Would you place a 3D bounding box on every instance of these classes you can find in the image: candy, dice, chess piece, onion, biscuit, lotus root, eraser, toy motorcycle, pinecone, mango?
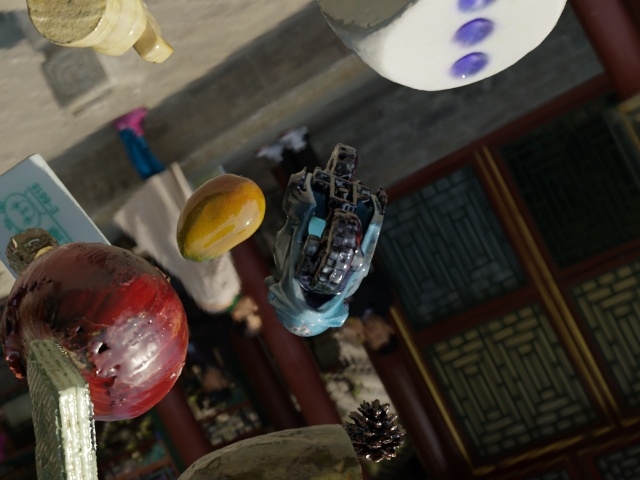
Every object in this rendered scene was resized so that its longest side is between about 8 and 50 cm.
[{"bbox_3d":[-0.520,0.030,1.881,0.085,0.095,0.110,-25,159,-36],"label":"candy"},{"bbox_3d":[0.164,-0.367,1.424,0.251,0.243,0.259,9,142,-42],"label":"dice"},{"bbox_3d":[-0.309,-0.337,1.532,0.137,0.137,0.301,-27,178,13],"label":"chess piece"},{"bbox_3d":[-0.321,0.126,1.514,0.276,0.276,0.276,-27,180,0],"label":"onion"},{"bbox_3d":[-0.315,0.257,1.266,0.052,0.252,0.150,-11,-155,-27],"label":"biscuit"},{"bbox_3d":[-0.091,0.450,1.745,0.345,0.251,0.250,-16,180,-1],"label":"lotus root"},{"bbox_3d":[-0.541,-0.004,2.050,0.189,0.290,0.104,-39,180,-9],"label":"eraser"},{"bbox_3d":[0.000,0.000,1.669,0.416,0.172,0.232,-91,-160,-64],"label":"toy motorcycle"},{"bbox_3d":[0.114,0.400,2.208,0.140,0.121,0.140,0,-168,0],"label":"pinecone"},{"bbox_3d":[-0.223,-0.052,2.255,0.221,0.152,0.120,-33,170,0],"label":"mango"}]
